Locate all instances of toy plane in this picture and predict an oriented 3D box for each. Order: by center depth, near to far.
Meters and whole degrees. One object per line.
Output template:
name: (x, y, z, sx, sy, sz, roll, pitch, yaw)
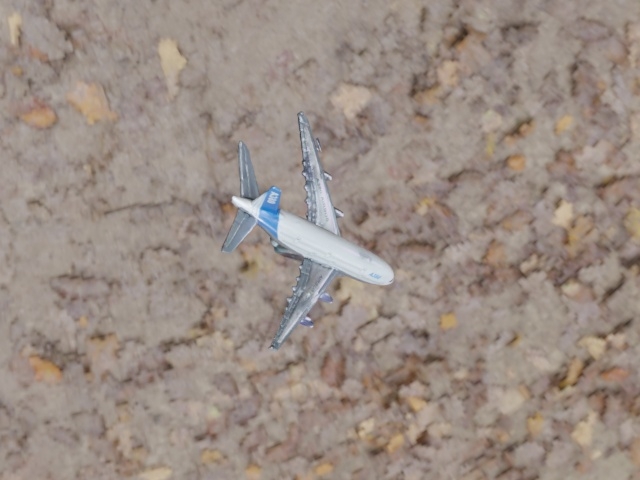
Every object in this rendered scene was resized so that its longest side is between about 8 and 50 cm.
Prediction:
toy plane: (-0.003, 0.000, 0.351, 0.024, 0.078, 0.084, -4, 158, 29)
